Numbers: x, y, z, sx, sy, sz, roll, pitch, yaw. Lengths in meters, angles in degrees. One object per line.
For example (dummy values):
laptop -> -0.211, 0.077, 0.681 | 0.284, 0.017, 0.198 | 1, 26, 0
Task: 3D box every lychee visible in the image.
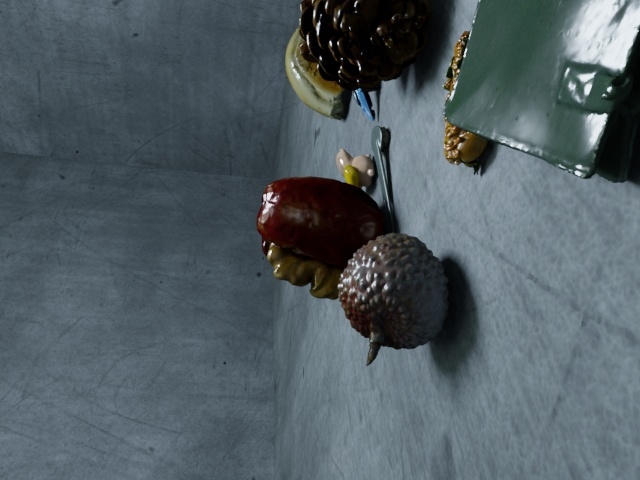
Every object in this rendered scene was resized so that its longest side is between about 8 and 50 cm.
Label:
lychee -> 0.102, 0.083, 0.680 | 0.197, 0.165, 0.165 | -60, -2, -30

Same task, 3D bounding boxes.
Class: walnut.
walnut -> 0.000, 0.000, 0.962 | 0.222, 0.269, 0.243 | 131, 145, -71

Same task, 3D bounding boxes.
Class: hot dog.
hot dog -> 0.191, -0.182, 0.626 | 0.072, 0.055, 0.188 | 179, 97, -77

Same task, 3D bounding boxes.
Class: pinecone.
pinecone -> 0.083, -0.384, 0.858 | 0.272, 0.224, 0.224 | 43, 129, 54

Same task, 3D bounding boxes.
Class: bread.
bread -> -0.011, -0.517, 1.398 | 0.171, 0.192, 0.313 | 169, 105, -77

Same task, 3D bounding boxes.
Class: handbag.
handbag -> 0.222, -0.203, 0.429 | 0.260, 0.079, 0.247 | -111, 28, -63

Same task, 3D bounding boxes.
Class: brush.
brush -> 0.134, -0.122, 0.975 | 0.062, 0.027, 0.266 | 117, 151, -62

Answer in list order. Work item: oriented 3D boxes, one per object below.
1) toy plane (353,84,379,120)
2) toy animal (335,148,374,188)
toy plane -> 0.089, -0.393, 1.095 | 0.169, 0.078, 0.246 | 92, 152, -82
toy animal -> 0.088, -0.164, 1.100 | 0.091, 0.082, 0.114 | 61, -178, -46
